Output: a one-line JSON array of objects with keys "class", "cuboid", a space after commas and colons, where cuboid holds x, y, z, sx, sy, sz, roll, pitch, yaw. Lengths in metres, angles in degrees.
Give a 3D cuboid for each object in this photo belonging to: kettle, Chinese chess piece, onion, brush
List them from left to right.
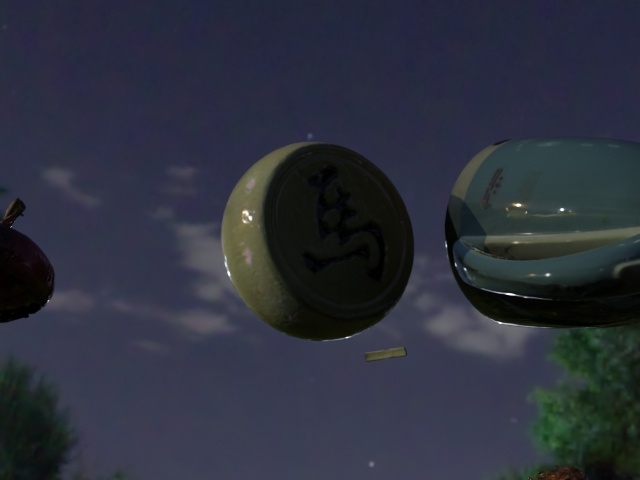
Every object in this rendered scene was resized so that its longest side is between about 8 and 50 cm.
[{"class": "onion", "cuboid": [-0.348, 0.009, 1.160, 0.150, 0.140, 0.150, 5, -30, 3]}, {"class": "Chinese chess piece", "cuboid": [0.000, 0.000, 1.363, 0.250, 0.250, 0.101, 25, -29, -24]}, {"class": "brush", "cuboid": [0.112, 0.193, 1.877, 0.084, 0.016, 0.013, -13, -5, 35]}, {"class": "kettle", "cuboid": [0.323, 0.004, 1.295, 0.320, 0.247, 0.342, -23, 14, -32]}]

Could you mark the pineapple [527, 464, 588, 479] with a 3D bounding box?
[{"class": "pineapple", "cuboid": [0.306, 0.477, 1.813, 0.310, 0.170, 0.141, -23, -42, 0]}]
